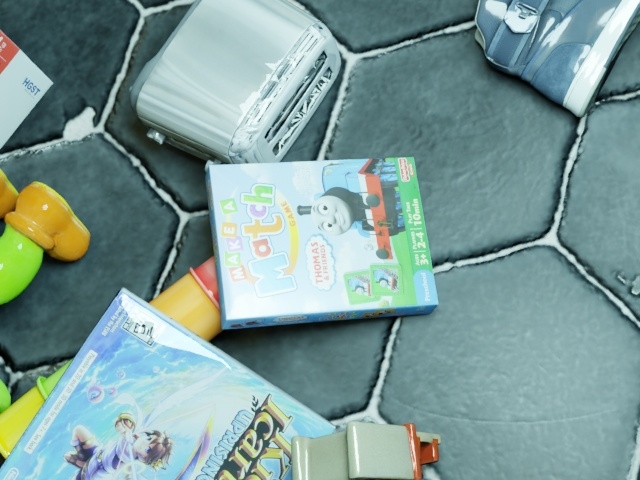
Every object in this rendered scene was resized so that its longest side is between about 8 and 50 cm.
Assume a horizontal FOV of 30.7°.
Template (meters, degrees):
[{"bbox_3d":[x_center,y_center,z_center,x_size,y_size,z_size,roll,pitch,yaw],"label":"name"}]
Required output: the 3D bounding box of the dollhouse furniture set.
[{"bbox_3d":[0.056,0.296,1.022,0.262,0.135,0.259,-21,63,37],"label":"dollhouse furniture set"}]

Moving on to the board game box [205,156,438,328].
[{"bbox_3d":[0.000,0.000,1.151,0.211,0.039,0.160,-4,71,-13],"label":"board game box"}]

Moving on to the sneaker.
[{"bbox_3d":[0.252,-0.259,1.190,0.163,0.086,0.226,31,83,16],"label":"sneaker"}]

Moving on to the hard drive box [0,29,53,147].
[{"bbox_3d":[-0.424,-0.137,1.251,0.089,0.181,0.232,34,84,19],"label":"hard drive box"}]

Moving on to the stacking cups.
[{"bbox_3d":[-0.185,0.111,1.167,0.316,0.096,0.096,-40,70,-2],"label":"stacking cups"}]

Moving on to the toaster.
[{"bbox_3d":[-0.079,-0.176,1.218,0.146,0.129,0.227,31,80,15],"label":"toaster"}]

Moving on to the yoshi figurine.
[{"bbox_3d":[-0.402,0.099,1.208,0.203,0.203,0.362,44,67,-22],"label":"yoshi figurine"}]

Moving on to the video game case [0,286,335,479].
[{"bbox_3d":[-0.159,0.222,1.096,0.244,0.061,0.269,34,82,-8],"label":"video game case"}]
